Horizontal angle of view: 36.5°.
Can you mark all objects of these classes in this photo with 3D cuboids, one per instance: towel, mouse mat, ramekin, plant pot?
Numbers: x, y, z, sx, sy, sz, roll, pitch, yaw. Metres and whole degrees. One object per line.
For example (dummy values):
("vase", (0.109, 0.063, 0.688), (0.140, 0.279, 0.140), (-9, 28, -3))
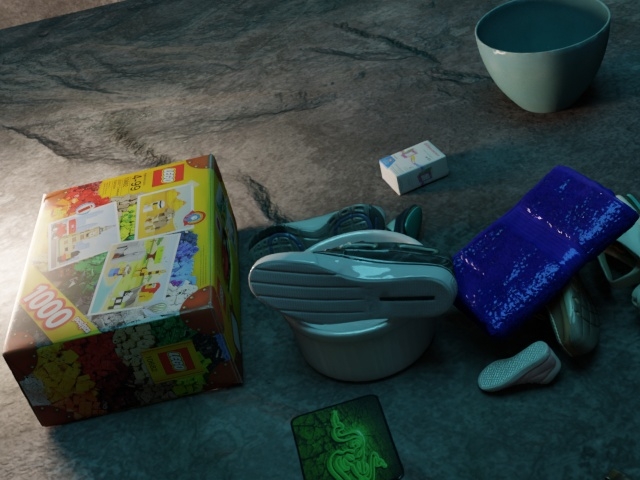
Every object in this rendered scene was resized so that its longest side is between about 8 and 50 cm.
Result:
("towel", (0.343, 0.010, 1.601), (0.308, 0.076, 0.227), (-43, 26, -1))
("mouse mat", (0.038, 0.325, 1.532), (0.152, 0.007, 0.190), (-17, 37, -2))
("ramekin", (0.071, 0.116, 1.690), (0.277, 0.135, 0.277), (-9, 36, 7))
("plant pot", (0.503, -0.403, 2.177), (0.290, 0.196, 0.290), (-10, 35, 7))

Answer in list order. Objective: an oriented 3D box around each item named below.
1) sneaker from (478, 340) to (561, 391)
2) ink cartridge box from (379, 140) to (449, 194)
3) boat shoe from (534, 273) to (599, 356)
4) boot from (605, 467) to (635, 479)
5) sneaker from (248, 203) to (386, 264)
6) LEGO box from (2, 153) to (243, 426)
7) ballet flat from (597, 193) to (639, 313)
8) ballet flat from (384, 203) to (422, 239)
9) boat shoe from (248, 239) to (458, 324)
("sneaker", (0.322, 0.214, 1.548), (0.134, 0.070, 0.051), (-34, 38, 26))
("ink cartridge box", (0.201, -0.158, 2.080), (0.122, 0.052, 0.088), (-22, 36, -12))
("boat shoe", (0.385, 0.086, 1.647), (0.116, 0.123, 0.324), (-29, 28, 19))
("boot", (0.427, 0.367, 1.312), (0.114, 0.037, 0.106), (23, 52, 35))
("sneaker", (0.000, 0.000, 1.917), (0.297, 0.111, 0.129), (-13, 4, 20))
("LEGO box", (-0.353, 0.079, 1.844), (0.372, 0.193, 0.500), (-14, 36, 3))
("ballet flat", (0.557, 0.060, 1.618), (0.139, 0.139, 0.400), (-17, 32, -3))
("ballet flat", (0.148, 0.000, 1.876), (0.074, 0.074, 0.203), (-1, 40, 19))
("boat shoe", (0.055, 0.062, 1.574), (0.335, 0.121, 0.119), (5, 31, 8))
